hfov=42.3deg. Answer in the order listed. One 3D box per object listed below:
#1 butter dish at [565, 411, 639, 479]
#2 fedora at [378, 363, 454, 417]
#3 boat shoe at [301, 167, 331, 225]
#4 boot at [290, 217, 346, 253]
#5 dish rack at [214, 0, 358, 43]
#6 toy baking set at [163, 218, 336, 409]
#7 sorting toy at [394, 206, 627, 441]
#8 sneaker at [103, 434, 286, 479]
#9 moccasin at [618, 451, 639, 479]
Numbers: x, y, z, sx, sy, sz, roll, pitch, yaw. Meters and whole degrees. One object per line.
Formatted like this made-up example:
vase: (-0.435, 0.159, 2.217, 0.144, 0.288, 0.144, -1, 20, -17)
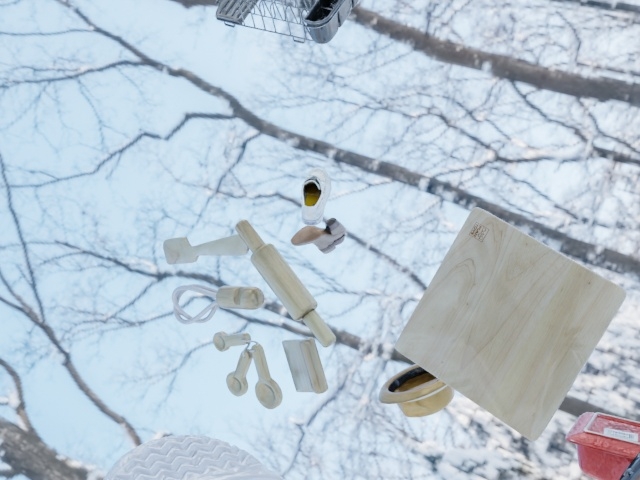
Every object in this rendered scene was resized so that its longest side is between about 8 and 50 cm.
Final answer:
butter dish: (0.514, 0.380, 1.436, 0.160, 0.160, 0.118, -13, -70, -59)
fedora: (0.221, 0.323, 1.764, 0.194, 0.194, 0.079, -33, -76, -49)
boat shoe: (-0.008, -0.063, 1.014, 0.100, 0.035, 0.035, -77, -13, -46)
boot: (0.000, 0.000, 1.717, 0.119, 0.042, 0.087, -25, -34, -5)
dish rack: (-0.055, -0.452, 1.476, 0.208, 0.272, 0.074, -58, -28, -25)
toy baking set: (-0.090, 0.076, 0.905, 0.030, 0.256, 0.197, -21, -18, -48)
sorting toy: (0.290, 0.123, 1.263, 0.257, 0.255, 0.089, -61, -24, 9)
sneaker: (-0.032, 0.293, 0.424, 0.137, 0.365, 0.210, -11, -39, -39)
moccasin: (0.566, 0.320, 1.200, 0.380, 0.147, 0.139, -51, -21, 17)
